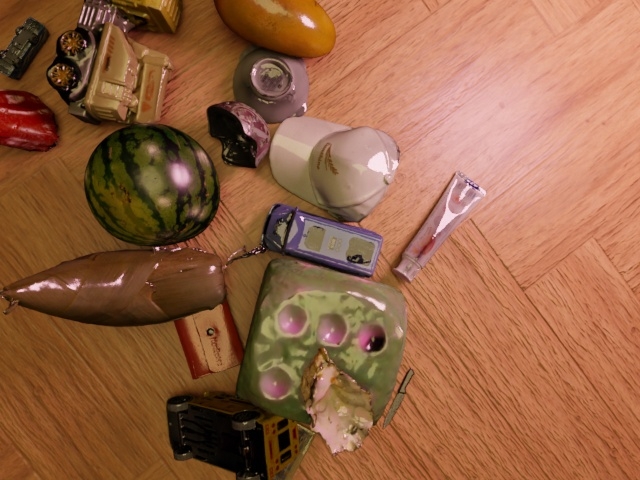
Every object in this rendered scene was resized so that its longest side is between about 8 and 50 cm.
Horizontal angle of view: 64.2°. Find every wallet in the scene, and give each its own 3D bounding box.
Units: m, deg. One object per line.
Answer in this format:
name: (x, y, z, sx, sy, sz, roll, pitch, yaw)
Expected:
wallet: (-0.280, 0.229, 1.268, 0.142, 0.045, 0.204, -18, 91, -6)

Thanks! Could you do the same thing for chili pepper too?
chili pepper: (-0.722, -0.279, 1.138, 0.136, 0.253, 0.144, 6, 96, 13)

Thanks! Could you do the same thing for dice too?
dice: (-0.001, 0.222, 1.154, 0.322, 0.330, 0.318, 14, 87, -4)

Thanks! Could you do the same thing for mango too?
mango: (-0.105, -0.545, 1.230, 0.317, 0.211, 0.173, 24, 115, -14)

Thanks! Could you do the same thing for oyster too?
oyster: (0.023, 0.312, 0.971, 0.133, 0.072, 0.209, -45, 115, -6)

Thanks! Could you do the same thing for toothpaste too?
toothpaste: (0.305, -0.034, 1.326, 0.100, 0.066, 0.323, 39, 81, 1)

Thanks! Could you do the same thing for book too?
book: (-0.131, 0.518, 1.294, 0.192, 0.013, 0.168, 30, 87, -4)

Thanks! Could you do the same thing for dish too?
dish: (-0.135, -0.390, 1.279, 0.246, 0.078, 0.224, -40, 94, -5)

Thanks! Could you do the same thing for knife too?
knife: (0.204, 0.413, 1.331, 0.023, 0.010, 0.170, 27, 88, 1)

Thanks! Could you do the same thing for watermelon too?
watermelon: (-0.374, -0.122, 1.148, 0.285, 0.285, 0.285, 0, 89, -6)

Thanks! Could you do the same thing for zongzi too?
zongzi: (-0.352, 0.092, 1.084, 0.447, 0.418, 0.181, -7, 86, 2)

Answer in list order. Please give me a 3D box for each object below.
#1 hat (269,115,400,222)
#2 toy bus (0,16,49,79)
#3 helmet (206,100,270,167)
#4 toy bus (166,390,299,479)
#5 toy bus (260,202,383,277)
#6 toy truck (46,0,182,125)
hat: (0.027, -0.202, 1.247, 0.301, 0.168, 0.257, 22, 86, -5)
toy bus: (-0.718, -0.460, 1.230, 0.051, 0.061, 0.153, 30, 85, -3)
helmet: (-0.186, -0.266, 1.240, 0.107, 0.153, 0.177, -41, 125, -30)
toy bus: (-0.213, 0.438, 1.179, 0.331, 0.151, 0.145, -2, 96, 38)
toy bus: (0.000, 0.000, 1.246, 0.292, 0.133, 0.125, 17, 89, 0)
toy truck: (-0.459, -0.465, 1.198, 0.254, 0.180, 0.405, 15, 88, -3)
